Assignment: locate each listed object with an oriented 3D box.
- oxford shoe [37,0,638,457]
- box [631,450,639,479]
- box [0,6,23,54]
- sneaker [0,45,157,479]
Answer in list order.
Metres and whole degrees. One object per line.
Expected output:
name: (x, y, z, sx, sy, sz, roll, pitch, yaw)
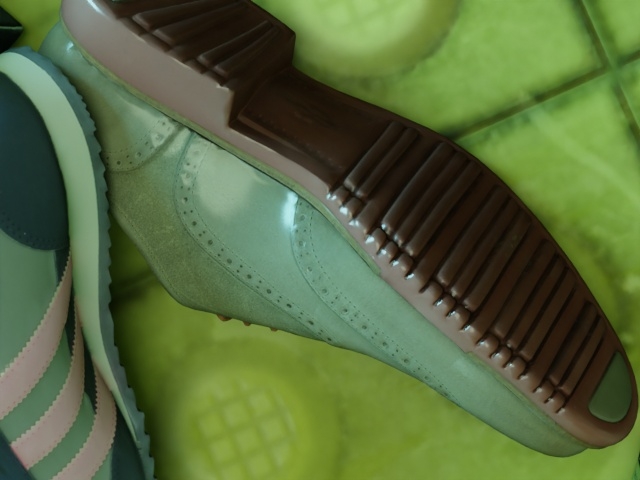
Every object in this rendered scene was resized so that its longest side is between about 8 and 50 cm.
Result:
oxford shoe: (0.000, 0.000, 0.705, 0.348, 0.123, 0.130, 40, 123, 8)
box: (0.172, 0.223, 0.711, 0.087, 0.058, 0.232, 18, 99, 7)
box: (-0.369, -0.090, 0.712, 0.296, 0.183, 0.294, 41, 102, 2)
sneaker: (-0.167, 0.073, 0.689, 0.112, 0.131, 0.319, 9, 115, 42)
